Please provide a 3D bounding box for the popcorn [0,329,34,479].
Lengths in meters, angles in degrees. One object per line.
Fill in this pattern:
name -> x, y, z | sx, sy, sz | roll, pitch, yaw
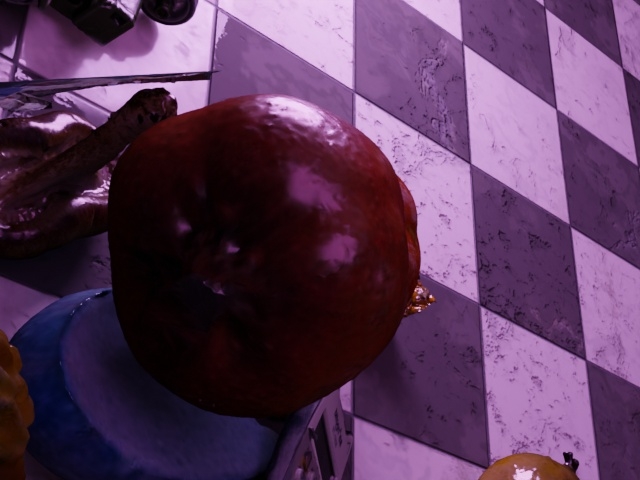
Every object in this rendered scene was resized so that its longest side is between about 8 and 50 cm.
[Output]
popcorn -> -0.323, 0.145, 0.893 | 0.189, 0.169, 0.218 | -20, 108, -45

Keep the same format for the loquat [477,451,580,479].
loquat -> 0.257, 0.353, 1.411 | 0.172, 0.149, 0.204 | 49, 55, -16

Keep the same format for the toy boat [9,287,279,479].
toy boat -> -0.178, 0.157, 1.116 | 0.330, 0.123, 0.215 | 10, 57, -57

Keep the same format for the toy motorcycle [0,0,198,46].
toy motorcycle -> -0.251, -0.313, 1.293 | 0.275, 0.127, 0.205 | 34, 43, -24

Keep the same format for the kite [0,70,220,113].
kite -> -0.287, -0.125, 1.014 | 0.406, 0.368, 0.014 | -10, 104, -22

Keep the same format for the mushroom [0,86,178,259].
mushroom -> -0.230, -0.083, 1.098 | 0.227, 0.217, 0.148 | -35, 94, -51

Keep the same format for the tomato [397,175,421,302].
tomato -> 0.000, -0.004, 1.320 | 0.232, 0.188, 0.232 | 19, 58, -33

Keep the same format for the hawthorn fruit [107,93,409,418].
hawthorn fruit -> -0.045, 0.001, 1.046 | 0.295, 0.295, 0.311 | 51, 41, -11

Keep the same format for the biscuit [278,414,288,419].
biscuit -> -0.025, 0.172, 1.319 | 0.083, 0.018, 0.081 | 24, 51, -37

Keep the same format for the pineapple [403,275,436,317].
pineapple -> 0.073, 0.089, 1.454 | 0.114, 0.077, 0.114 | 28, 50, 15

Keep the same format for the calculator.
calculator -> -0.023, 0.267, 1.177 | 0.177, 0.040, 0.268 | 81, 22, -43
